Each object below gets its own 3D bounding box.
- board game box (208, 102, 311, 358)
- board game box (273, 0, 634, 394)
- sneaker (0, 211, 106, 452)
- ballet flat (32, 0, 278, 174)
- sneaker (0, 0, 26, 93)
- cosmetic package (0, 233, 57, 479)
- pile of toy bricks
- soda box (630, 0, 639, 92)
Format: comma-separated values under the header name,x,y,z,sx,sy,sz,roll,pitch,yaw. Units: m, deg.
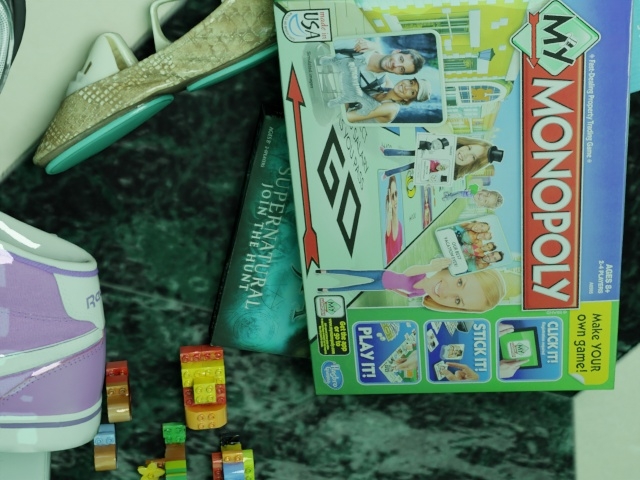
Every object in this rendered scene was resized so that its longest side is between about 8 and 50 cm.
name,x,y,z,sx,sy,sz,roll,pitch,yaw
board game box,0.000,0.000,1.084,0.126,0.026,0.186,8,117,-12
board game box,0.090,-0.030,0.994,0.213,0.046,0.317,-1,127,7
sneaker,-0.274,0.047,0.935,0.282,0.102,0.161,-3,114,-19
ballet flat,-0.106,-0.117,0.992,0.206,0.073,0.067,-28,92,4
sneaker,-0.260,-0.094,0.922,0.101,0.153,0.268,29,111,-21
cosmetic package,-0.377,0.130,1.061,0.377,0.097,0.284,3,119,-10
pile of toy bricks,-0.106,0.189,1.127,0.118,0.105,0.212,-5,119,-5
soda box,0.235,-0.154,1.009,0.210,0.067,0.071,-17,120,2
